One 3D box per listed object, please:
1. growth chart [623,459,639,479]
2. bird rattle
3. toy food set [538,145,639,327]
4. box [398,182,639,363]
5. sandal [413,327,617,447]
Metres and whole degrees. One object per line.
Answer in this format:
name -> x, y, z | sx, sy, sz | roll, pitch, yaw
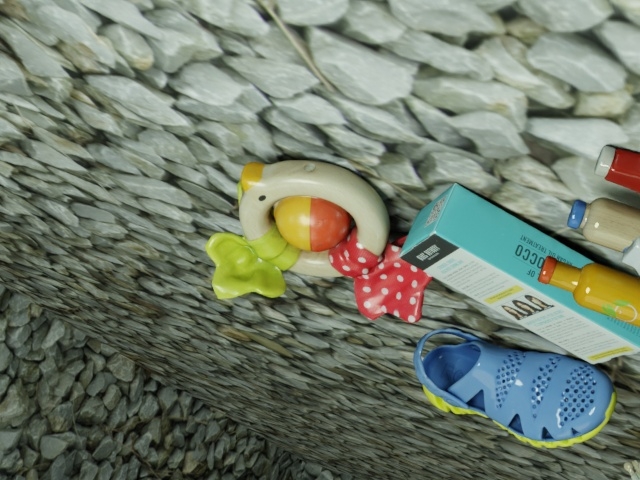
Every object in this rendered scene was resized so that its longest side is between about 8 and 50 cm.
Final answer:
growth chart -> 0.533, 0.373, 1.449 | 0.021, 0.172, 0.237 | -18, 152, -14
bird rattle -> 0.000, 0.000, 1.060 | 0.253, 0.143, 0.207 | 14, 144, 15
toy food set -> 0.246, -0.015, 0.740 | 0.104, 0.111, 0.232 | 19, 164, 7
box -> 0.210, 0.038, 0.984 | 0.244, 0.060, 0.100 | 29, 159, -7
sandal -> 0.246, 0.194, 1.334 | 0.317, 0.126, 0.138 | 3, 150, 41
